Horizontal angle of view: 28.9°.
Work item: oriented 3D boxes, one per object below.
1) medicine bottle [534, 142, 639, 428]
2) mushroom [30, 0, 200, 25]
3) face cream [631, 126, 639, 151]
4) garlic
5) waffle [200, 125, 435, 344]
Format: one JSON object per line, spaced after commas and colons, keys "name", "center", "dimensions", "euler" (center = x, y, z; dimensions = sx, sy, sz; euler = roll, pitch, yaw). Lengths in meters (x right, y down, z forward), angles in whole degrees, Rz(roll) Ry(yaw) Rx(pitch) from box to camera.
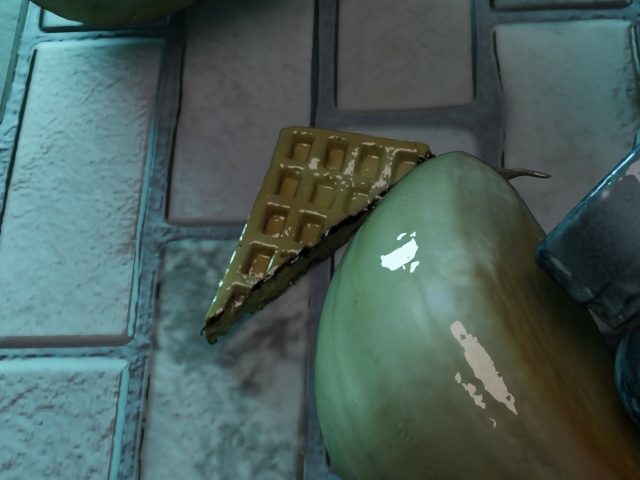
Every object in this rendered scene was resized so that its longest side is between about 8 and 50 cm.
{"name": "medicine bottle", "center": [0.227, 0.073, 0.520], "dimensions": [0.141, 0.141, 0.293], "euler": [-41, 80, -19]}
{"name": "mushroom", "center": [-0.124, -0.264, 0.795], "dimensions": [0.260, 0.234, 0.254], "euler": [28, 94, -19]}
{"name": "face cream", "center": [0.280, 0.003, 0.627], "dimensions": [0.251, 0.101, 0.101], "euler": [8, 59, 10]}
{"name": "garlic", "center": [0.077, 0.056, 0.602], "dimensions": [0.164, 0.145, 0.245], "euler": [-3, 54, -19]}
{"name": "waffle", "center": [0.000, 0.000, 0.703], "dimensions": [0.097, 0.023, 0.153], "euler": [13, 59, 15]}
